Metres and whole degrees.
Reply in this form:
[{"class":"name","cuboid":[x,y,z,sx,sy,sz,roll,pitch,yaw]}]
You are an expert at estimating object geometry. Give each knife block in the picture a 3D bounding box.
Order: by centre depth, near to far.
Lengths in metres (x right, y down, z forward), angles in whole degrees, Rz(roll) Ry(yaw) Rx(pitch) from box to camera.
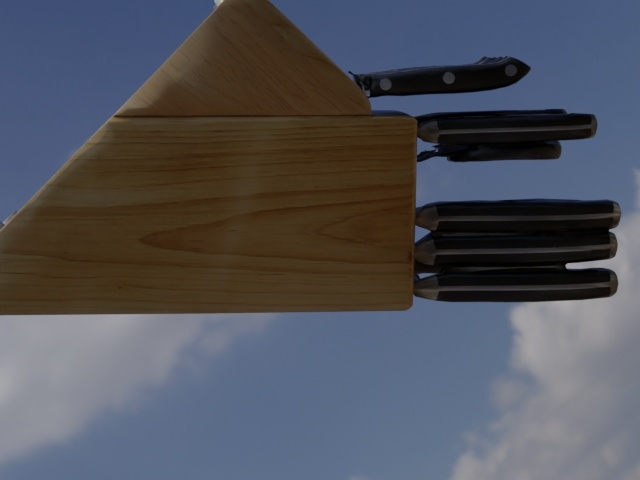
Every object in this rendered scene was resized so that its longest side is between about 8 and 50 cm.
[{"class":"knife block","cuboid":[0.000,0.000,0.744,0.275,0.242,0.088,-45,7,2]}]
